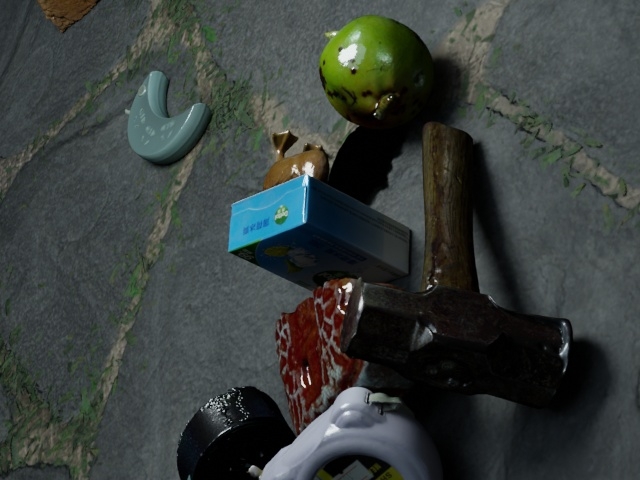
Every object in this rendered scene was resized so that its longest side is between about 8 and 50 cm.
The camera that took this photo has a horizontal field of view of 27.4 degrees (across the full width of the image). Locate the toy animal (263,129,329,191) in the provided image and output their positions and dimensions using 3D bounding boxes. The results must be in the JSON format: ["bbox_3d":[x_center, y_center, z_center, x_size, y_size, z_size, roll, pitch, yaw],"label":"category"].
[{"bbox_3d":[-0.042,-0.053,1.813,0.188,0.089,0.179,-51,29,42],"label":"toy animal"}]

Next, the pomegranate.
[{"bbox_3d":[0.064,-0.225,1.753,0.156,0.156,0.220,-63,22,1],"label":"pomegranate"}]

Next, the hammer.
[{"bbox_3d":[0.152,0.007,1.525,0.409,0.242,0.095,-85,9,-48],"label":"hammer"}]

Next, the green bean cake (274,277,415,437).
[{"bbox_3d":[0.027,0.133,1.578,0.233,0.097,0.199,124,144,-49],"label":"green bean cake"}]

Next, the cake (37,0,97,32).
[{"bbox_3d":[-0.440,-0.531,2.504,0.295,0.112,0.116,-32,50,25],"label":"cake"}]

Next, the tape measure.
[{"bbox_3d":[0.045,0.267,1.487,0.196,0.178,0.105,-41,11,20],"label":"tape measure"}]

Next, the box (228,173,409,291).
[{"bbox_3d":[0.000,-0.001,1.657,0.139,0.194,0.073,-21,55,39],"label":"box"}]

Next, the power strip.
[{"bbox_3d":[-0.266,-0.200,2.174,0.216,0.044,0.137,35,98,50],"label":"power strip"}]

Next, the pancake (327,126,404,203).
[{"bbox_3d":[0.057,-0.108,1.791,0.116,0.022,0.130,17,79,50],"label":"pancake"}]

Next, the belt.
[{"bbox_3d":[-0.103,0.283,1.638,0.078,0.151,0.198,-129,33,-50],"label":"belt"}]
